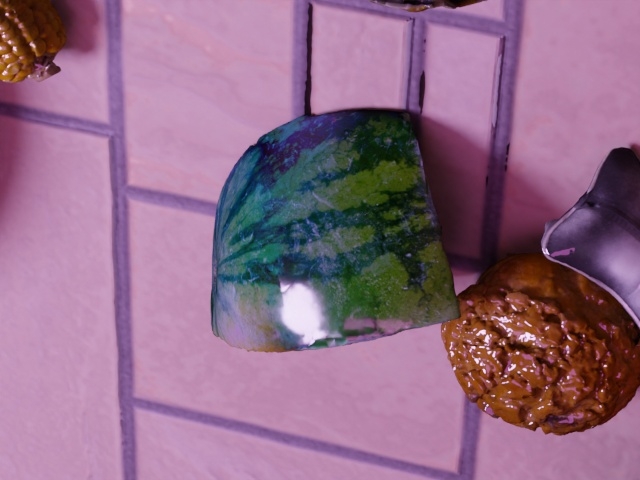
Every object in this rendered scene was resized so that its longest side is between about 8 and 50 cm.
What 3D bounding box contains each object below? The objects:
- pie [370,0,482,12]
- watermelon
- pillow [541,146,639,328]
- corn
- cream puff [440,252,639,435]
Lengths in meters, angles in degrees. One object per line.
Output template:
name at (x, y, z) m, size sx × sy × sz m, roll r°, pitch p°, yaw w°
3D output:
pie at (0.062, -0.248, 1.137) m, size 0.257 × 0.105 × 0.274 m, roll 33°, pitch 133°, yaw -23°
watermelon at (-0.011, -0.010, 1.330) m, size 0.231 × 0.128 × 0.146 m, roll -8°, pitch 103°, yaw 28°
pillow at (0.212, 0.012, 1.260) m, size 0.135 × 0.091 × 0.055 m, roll 43°, pitch 138°, yaw -9°
corn at (-0.246, -0.189, 1.307) m, size 0.068 × 0.068 × 0.207 m, roll -25°, pitch 113°, yaw 33°
cream puff at (0.152, 0.074, 1.313) m, size 0.144 × 0.103 × 0.126 m, roll 19°, pitch 127°, yaw 7°
